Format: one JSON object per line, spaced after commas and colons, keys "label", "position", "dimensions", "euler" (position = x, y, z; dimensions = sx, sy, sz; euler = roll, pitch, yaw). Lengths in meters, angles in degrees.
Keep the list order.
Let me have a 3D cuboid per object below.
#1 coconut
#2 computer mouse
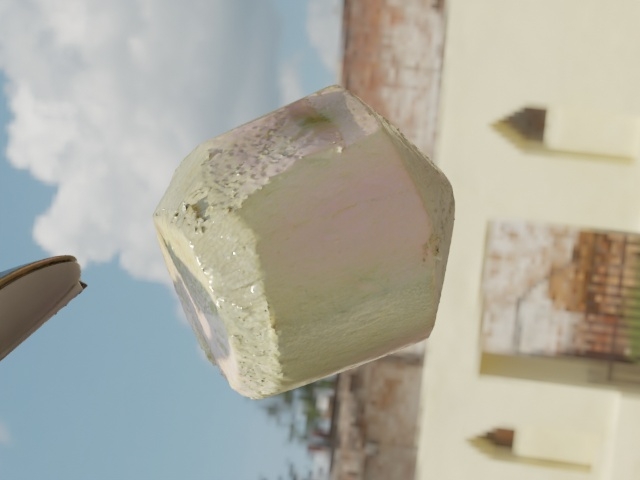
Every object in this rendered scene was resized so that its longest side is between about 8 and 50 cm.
{"label": "coconut", "position": [0.000, 0.000, 0.832], "dimensions": [0.147, 0.153, 0.147], "euler": [158, 90, -78]}
{"label": "computer mouse", "position": [-0.313, 0.091, 1.302], "dimensions": [0.072, 0.158, 0.310], "euler": [56, -149, -8]}
